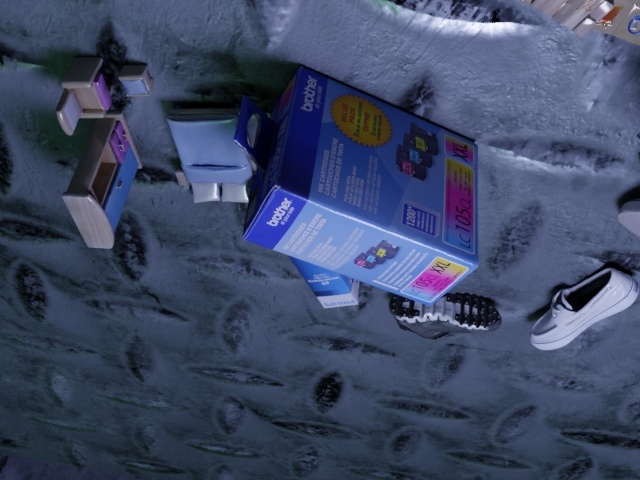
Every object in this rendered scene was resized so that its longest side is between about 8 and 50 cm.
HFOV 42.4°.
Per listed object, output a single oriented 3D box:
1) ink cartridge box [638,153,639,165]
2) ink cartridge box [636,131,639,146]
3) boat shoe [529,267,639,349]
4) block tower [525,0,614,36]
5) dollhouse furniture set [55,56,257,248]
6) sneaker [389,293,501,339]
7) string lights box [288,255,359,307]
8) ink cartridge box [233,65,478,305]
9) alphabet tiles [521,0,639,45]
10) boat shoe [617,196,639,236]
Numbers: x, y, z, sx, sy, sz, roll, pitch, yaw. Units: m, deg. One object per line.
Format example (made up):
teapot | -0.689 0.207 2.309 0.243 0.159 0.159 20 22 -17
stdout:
ink cartridge box | 0.593 -0.053 1.262 0.171 0.235 0.056 -16 140 30
ink cartridge box | 0.606 -0.173 1.162 0.311 0.065 0.186 -35 135 7
boat shoe | 0.507 0.130 1.655 0.084 0.095 0.258 32 127 -22
block tower | 0.217 -0.385 1.003 0.336 0.097 0.091 25 141 -17
dollhouse furniture set | -0.248 -0.130 1.360 0.304 0.198 0.286 2 143 8
sneaker | 0.265 0.166 1.754 0.235 0.078 0.106 5 146 12
string lights box | 0.000 0.000 1.534 0.077 0.133 0.259 -9 139 21
ink cartridge box | 0.043 -0.093 1.290 0.396 0.269 0.151 19 140 -15
alphabet tiles | 0.403 -0.386 1.048 0.343 0.011 0.285 17 143 -11
boat shoe | 0.674 -0.062 1.346 0.341 0.158 0.127 13 158 43
